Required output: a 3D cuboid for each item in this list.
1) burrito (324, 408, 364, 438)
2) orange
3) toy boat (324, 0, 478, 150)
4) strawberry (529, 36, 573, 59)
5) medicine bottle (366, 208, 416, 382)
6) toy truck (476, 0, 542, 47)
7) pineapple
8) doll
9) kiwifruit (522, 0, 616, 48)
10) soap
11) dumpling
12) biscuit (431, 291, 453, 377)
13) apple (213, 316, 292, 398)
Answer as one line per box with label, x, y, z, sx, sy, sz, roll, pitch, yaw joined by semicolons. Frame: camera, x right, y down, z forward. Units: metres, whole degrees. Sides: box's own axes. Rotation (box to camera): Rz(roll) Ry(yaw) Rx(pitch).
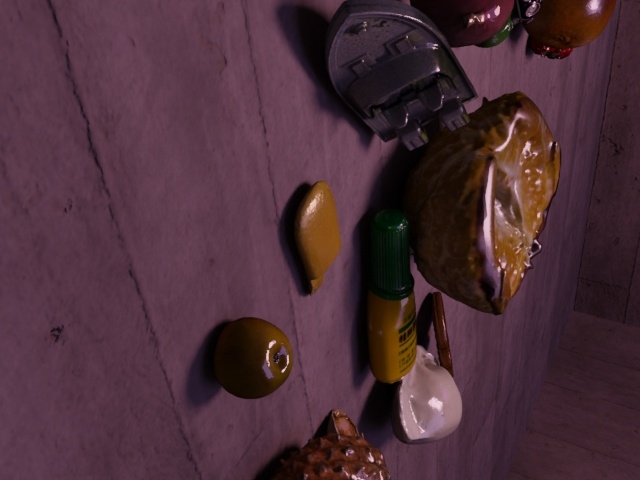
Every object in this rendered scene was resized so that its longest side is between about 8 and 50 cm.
burrito;0.014;0.375;1.154;0.060;0.087;0.225;18;90;-27
orange;0.244;-0.070;1.224;0.368;0.210;0.271;-57;143;-30
toy boat;0.091;-0.201;0.922;0.319;0.141;0.092;29;40;-62
strawberry;0.523;-0.457;1.723;0.106;0.106;0.106;-41;138;-50
medicine bottle;0.108;0.088;1.189;0.111;0.076;0.308;-58;150;-47
toy truck;0.266;-0.406;1.207;0.125;0.101;0.242;-32;154;6
pineapple;-0.040;0.363;0.953;0.340;0.169;0.169;-14;116;-57
doll;0.159;-0.373;0.952;0.196;0.152;0.255;-35;124;-41
kiwifruit;0.498;-0.507;1.538;0.196;0.196;0.233;22;79;-65
soap;0.000;0.000;0.965;0.089;0.033;0.168;-56;150;-30
dumpling;0.178;0.277;1.396;0.252;0.132;0.179;-1;82;-61
biscuit;0.236;0.185;1.505;0.124;0.026;0.175;-70;150;-69
apple;-0.075;0.127;0.835;0.090;0.075;0.089;12;75;-53
